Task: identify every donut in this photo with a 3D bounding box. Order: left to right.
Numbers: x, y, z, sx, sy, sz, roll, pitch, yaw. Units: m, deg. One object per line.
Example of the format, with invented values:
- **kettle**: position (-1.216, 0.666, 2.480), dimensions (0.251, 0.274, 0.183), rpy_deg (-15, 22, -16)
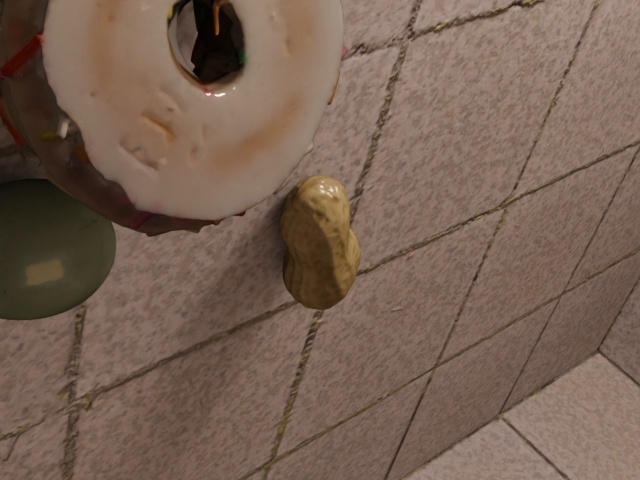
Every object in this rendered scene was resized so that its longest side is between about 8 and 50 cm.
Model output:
- **donut**: position (-0.143, -0.192, 0.982), dimensions (0.383, 0.142, 0.382), rpy_deg (-14, 110, -43)

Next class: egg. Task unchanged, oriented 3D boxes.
- **egg**: position (-0.309, 0.010, 1.114), dimensions (0.192, 0.149, 0.149), rpy_deg (-8, 134, -38)

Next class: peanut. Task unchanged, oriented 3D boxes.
- **peanut**: position (0.000, 0.000, 1.571), dimensions (0.123, 0.123, 0.256), rpy_deg (-32, 145, -26)

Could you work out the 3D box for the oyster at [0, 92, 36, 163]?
- **oyster**: position (-0.228, -0.151, 1.094), dimensions (0.233, 0.107, 0.161), rpy_deg (23, 109, -42)
